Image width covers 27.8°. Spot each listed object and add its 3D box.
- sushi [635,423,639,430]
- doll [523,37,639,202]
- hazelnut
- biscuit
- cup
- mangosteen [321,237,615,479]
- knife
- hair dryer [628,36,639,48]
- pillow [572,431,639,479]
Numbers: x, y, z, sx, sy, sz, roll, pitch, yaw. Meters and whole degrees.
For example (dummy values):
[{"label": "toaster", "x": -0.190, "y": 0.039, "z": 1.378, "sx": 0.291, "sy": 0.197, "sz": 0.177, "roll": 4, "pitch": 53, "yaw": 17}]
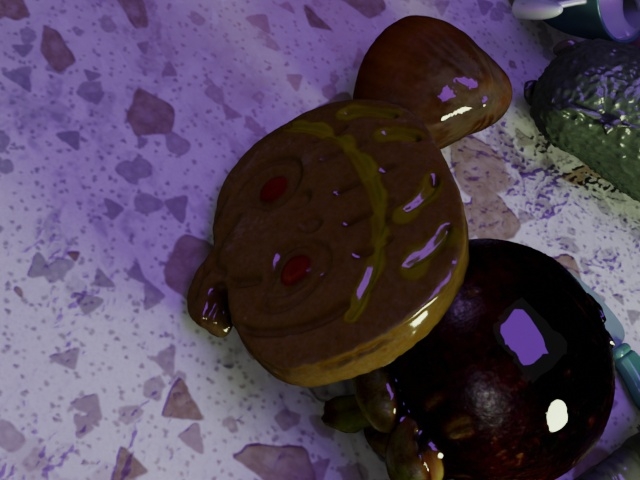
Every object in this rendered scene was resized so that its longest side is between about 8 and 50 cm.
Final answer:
[{"label": "sushi", "x": 0.520, "y": 0.266, "z": 1.708, "sx": 0.192, "sy": 0.043, "sz": 0.279, "roll": 52, "pitch": 26, "yaw": 6}, {"label": "doll", "x": 0.474, "y": -0.177, "z": 1.894, "sx": 0.349, "sy": 0.247, "sz": 0.247, "roll": 16, "pitch": 58, "yaw": -11}, {"label": "hazelnut", "x": 0.150, "y": -0.215, "z": 1.747, "sx": 0.210, "sy": 0.210, "sz": 0.186, "roll": -11, "pitch": 75, "yaw": -32}, {"label": "biscuit", "x": -0.004, "y": -0.005, "z": 1.497, "sx": 0.350, "sy": 0.070, "sz": 0.394, "roll": -31, "pitch": 44, "yaw": 3}, {"label": "cup", "x": 0.398, "y": -0.386, "z": 1.971, "sx": 0.299, "sy": 0.173, "sz": 0.167, "roll": -26, "pitch": 115, "yaw": -37}, {"label": "mangosteen", "x": 0.169, "y": 0.157, "z": 1.514, "sx": 0.347, "sy": 0.307, "sz": 0.307, "roll": -21, "pitch": 74, "yaw": -6}, {"label": "knife", "x": 0.408, "y": 0.130, "z": 1.805, "sx": 0.063, "sy": 0.034, "sz": 0.260, "roll": -19, "pitch": 72, "yaw": -40}, {"label": "hair dryer", "x": 0.633, "y": -0.317, "z": 2.128, "sx": 0.210, "sy": 0.125, "sz": 0.352, "roll": 47, "pitch": 43, "yaw": 3}, {"label": "pillow", "x": 0.386, "y": 0.388, "z": 1.614, "sx": 0.326, "sy": 0.101, "sz": 0.228, "roll": -25, "pitch": 75, "yaw": -37}]
